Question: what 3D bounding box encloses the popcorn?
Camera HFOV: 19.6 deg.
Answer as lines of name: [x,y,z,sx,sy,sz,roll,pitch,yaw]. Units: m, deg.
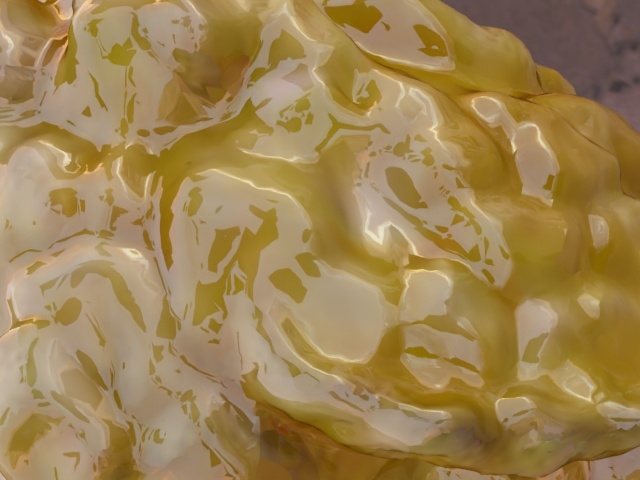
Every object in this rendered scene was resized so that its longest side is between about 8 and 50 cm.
popcorn: [-0.008,0.017,0.409,0.163,0.194,0.140,-63,17,-19]
